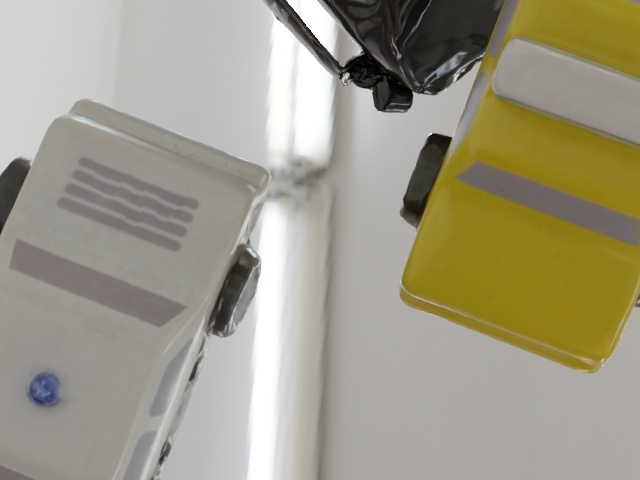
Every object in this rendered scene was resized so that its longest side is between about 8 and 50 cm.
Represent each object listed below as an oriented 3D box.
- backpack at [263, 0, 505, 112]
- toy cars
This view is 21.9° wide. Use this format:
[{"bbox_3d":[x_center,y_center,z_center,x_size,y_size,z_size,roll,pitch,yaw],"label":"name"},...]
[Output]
[{"bbox_3d":[0.015,-0.163,0.680,0.182,0.115,0.152,54,-16,42],"label":"backpack"},{"bbox_3d":[0.000,0.000,0.569,0.176,0.393,0.087,62,9,0],"label":"toy cars"}]
